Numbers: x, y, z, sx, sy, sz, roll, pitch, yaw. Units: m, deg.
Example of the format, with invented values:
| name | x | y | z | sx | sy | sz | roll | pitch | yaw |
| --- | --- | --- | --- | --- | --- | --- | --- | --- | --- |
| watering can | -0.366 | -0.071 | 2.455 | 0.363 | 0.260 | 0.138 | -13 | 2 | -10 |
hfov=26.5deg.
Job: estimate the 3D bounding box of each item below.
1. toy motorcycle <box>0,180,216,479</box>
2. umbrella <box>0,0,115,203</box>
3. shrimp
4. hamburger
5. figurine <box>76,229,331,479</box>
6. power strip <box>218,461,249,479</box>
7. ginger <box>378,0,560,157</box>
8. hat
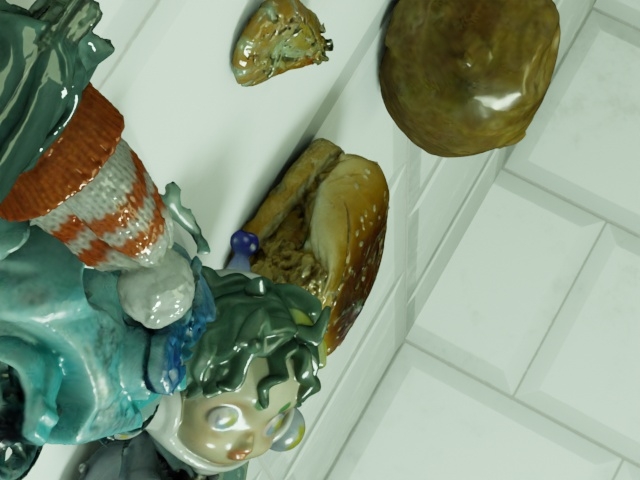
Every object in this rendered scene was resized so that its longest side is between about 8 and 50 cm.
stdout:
| name | x | y | z | sx | sy | sz | roll | pitch | yaw |
| --- | --- | --- | --- | --- | --- | --- | --- | --- | --- |
| toy motorcycle | -0.166 | 0.050 | 0.933 | 0.260 | 0.154 | 0.206 | -3 | 97 | -72 |
| umbrella | -0.197 | -0.039 | 0.675 | 0.349 | 0.094 | 0.143 | -55 | -174 | -6 |
| shrimp | -0.032 | -0.177 | 1.219 | 0.091 | 0.043 | 0.184 | -58 | 164 | 17 |
| hamburger | -0.005 | 0.012 | 1.522 | 0.286 | 0.146 | 0.243 | 2 | 109 | -75 |
| figurine | -0.128 | 0.183 | 1.279 | 0.382 | 0.186 | 0.261 | -59 | 158 | 13 |
| power strip | -0.111 | 0.227 | 1.502 | 0.078 | 0.052 | 0.272 | 57 | 36 | -51 |
| ginger | 0.173 | -0.205 | 1.623 | 0.269 | 0.200 | 0.223 | -68 | 169 | 24 |
| hat | -0.128 | -0.016 | 0.822 | 0.093 | 0.162 | 0.112 | -45 | -151 | -5 |
